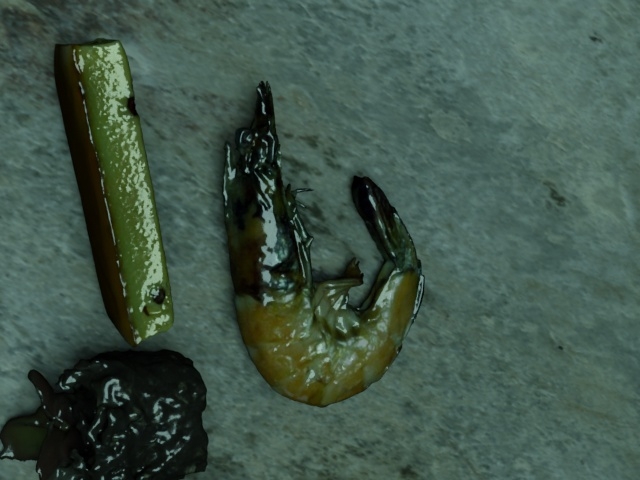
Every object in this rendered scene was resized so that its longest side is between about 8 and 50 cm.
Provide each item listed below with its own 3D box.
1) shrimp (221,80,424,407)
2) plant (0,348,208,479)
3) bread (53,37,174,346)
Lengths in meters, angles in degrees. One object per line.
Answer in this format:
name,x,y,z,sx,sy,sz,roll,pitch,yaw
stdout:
shrimp,0.000,0.000,1.705,0.272,0.085,0.445,-21,107,-19
plant,-0.257,0.221,1.600,0.234,0.204,0.178,-1,95,-24
bread,-0.248,-0.063,1.583,0.077,0.138,0.361,-14,102,-18
